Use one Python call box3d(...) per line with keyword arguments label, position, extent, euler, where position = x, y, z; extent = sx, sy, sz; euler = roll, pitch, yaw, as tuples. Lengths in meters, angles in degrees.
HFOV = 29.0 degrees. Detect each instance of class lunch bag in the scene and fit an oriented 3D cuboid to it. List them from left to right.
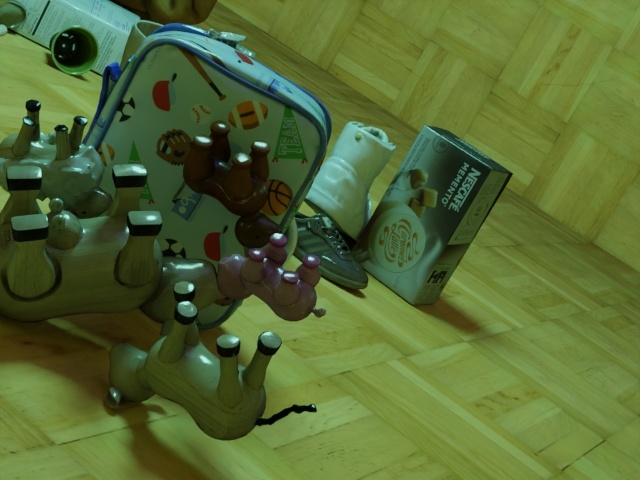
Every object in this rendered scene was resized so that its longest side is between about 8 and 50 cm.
box3d(label="lunch bag", position=(-0.141, -0.073, 1.307), extent=(0.243, 0.303, 0.115), euler=(28, 19, -6))

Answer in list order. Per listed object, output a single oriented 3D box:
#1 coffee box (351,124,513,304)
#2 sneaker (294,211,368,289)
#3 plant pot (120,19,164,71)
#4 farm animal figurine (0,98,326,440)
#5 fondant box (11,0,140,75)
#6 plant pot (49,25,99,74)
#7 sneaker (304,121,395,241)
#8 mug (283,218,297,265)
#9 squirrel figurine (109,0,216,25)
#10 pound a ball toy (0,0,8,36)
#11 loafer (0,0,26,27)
box3d(label="coffee box", position=(0.173, -0.039, 1.942), extent=(0.141, 0.246, 0.098), euler=(37, 16, 25))
box3d(label="sneaker", position=(0.000, 0.000, 1.820), extent=(0.188, 0.071, 0.066), euler=(34, 14, 17))
box3d(label="plant pot", position=(-0.181, -0.164, 1.781), extent=(0.284, 0.190, 0.284), euler=(28, 13, -7))
box3d(label="farm animal figurine", position=(-0.166, 0.040, 1.135), extent=(0.327, 0.172, 0.330), euler=(9, 39, -7))
box3d(label="fondant box", position=(-0.498, -0.427, 2.273), extent=(0.330, 0.096, 0.238), euler=(27, 14, -15))
box3d(label="plant pot", position=(-0.430, -0.331, 2.123), extent=(0.083, 0.083, 0.079), euler=(22, 5, -31))
box3d(label="sneaker", position=(0.066, -0.093, 1.978), extent=(0.108, 0.169, 0.292), euler=(33, -3, 13))
box3d(label="mug", position=(-0.101, -0.039, 1.659), extent=(0.150, 0.113, 0.169), euler=(44, 8, -10))
box3d(label="squirrel figurine", position=(-0.425, -0.547, 2.499), extent=(0.371, 0.397, 0.281), euler=(6, 62, -20))
box3d(label="pound a ball toy", position=(-0.568, -0.342, 1.822), extent=(0.208, 0.136, 0.319), euler=(55, 13, -5))
box3d(label="loafer", position=(-0.555, -0.383, 2.091), extent=(0.148, 0.056, 0.050), euler=(-4, 36, -49))
